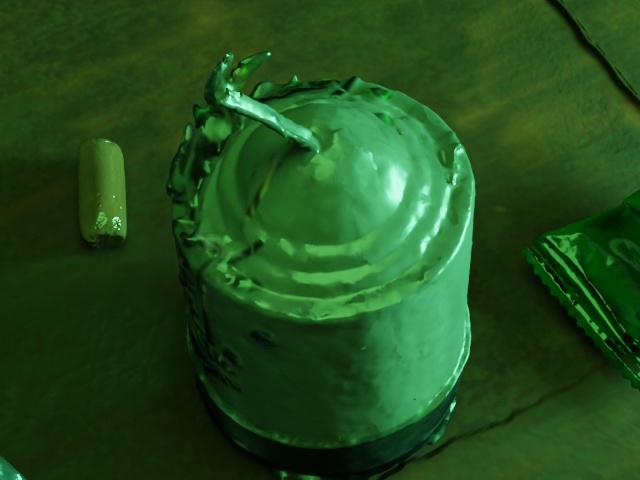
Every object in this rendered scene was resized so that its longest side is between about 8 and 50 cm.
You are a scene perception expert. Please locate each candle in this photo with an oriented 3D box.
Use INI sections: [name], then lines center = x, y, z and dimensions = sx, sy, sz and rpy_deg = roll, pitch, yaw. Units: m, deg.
[candle]
center = 0.000, 0.000, 0.990
dimensions = 0.187, 0.330, 0.187
rpy_deg = -1, 56, 1

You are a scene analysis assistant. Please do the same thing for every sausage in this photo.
[sausage]
center = -0.153, -0.034, 1.157
dimensions = 0.034, 0.034, 0.083
rpy_deg = -3, 59, -7

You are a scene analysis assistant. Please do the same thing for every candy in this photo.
[candy]
center = 0.258, 0.006, 1.152
dimensions = 0.203, 0.078, 0.141
rpy_deg = -38, 58, -11

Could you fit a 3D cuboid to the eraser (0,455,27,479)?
[eraser]
center = -0.283, 0.129, 0.940
dimensions = 0.312, 0.043, 0.144
rpy_deg = 47, 54, -21
